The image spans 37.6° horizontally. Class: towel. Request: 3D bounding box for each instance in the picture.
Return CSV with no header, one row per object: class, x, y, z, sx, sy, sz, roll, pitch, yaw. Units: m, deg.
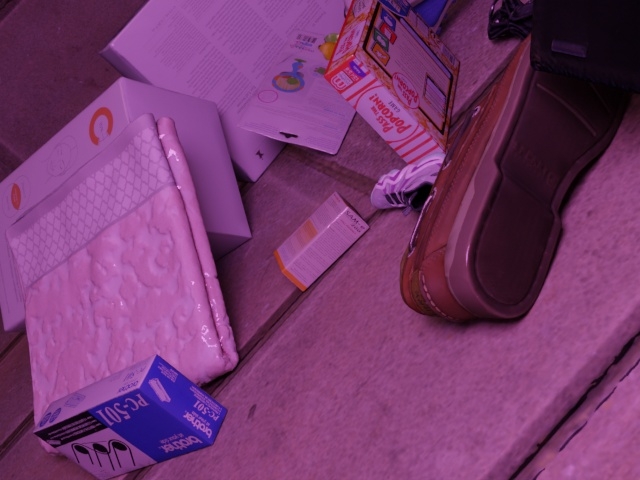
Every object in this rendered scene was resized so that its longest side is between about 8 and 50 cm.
towel,-0.252,0.058,1.105,0.332,0.053,0.316,-30,68,36

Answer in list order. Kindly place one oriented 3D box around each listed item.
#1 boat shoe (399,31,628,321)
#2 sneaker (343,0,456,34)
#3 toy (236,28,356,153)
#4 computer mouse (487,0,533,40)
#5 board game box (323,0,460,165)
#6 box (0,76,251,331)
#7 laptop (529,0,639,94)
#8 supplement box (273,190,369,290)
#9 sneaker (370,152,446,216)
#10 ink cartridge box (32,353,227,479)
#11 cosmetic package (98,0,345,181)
boat shoe,0.149,-0.075,0.753,0.104,0.111,0.307,-9,42,55
sneaker,0.147,-0.350,1.184,0.316,0.182,0.127,-25,62,-13
toy,-0.010,-0.198,1.299,0.056,0.137,0.237,95,-166,-51
computer mouse,0.284,-0.318,0.982,0.272,0.072,0.188,-45,21,5
board game box,0.085,-0.188,1.022,0.045,0.147,0.193,-31,26,34
box,-0.289,-0.032,1.290,0.345,0.168,0.214,-30,66,35
laptop,0.342,-0.275,0.503,0.236,0.407,0.382,-15,27,-30
supplement box,0.000,0.000,1.000,0.098,0.036,0.062,-44,21,6
sneaker,0.084,-0.043,0.918,0.098,0.038,0.069,-31,26,35
ink cartridge box,-0.199,0.186,0.962,0.207,0.097,0.046,-27,29,41
cosmetic package,-0.095,-0.319,1.395,0.377,0.284,0.097,-51,20,-12
